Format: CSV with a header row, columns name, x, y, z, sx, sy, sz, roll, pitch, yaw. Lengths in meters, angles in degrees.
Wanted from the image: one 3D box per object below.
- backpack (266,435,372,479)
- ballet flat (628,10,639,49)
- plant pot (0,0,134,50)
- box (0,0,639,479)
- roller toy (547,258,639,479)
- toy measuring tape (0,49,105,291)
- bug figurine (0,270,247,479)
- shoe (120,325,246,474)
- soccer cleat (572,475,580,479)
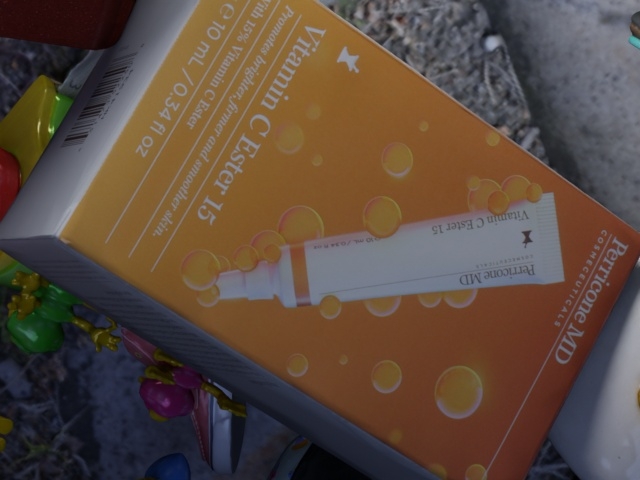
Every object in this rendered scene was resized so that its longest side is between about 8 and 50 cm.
name,x,y,z,sx,sy,sz,roll,pitch,yaw
backpack,0.005,0.216,1.415,0.115,0.152,0.182,27,153,1
ballet flat,0.341,-0.116,1.269,0.280,0.095,0.096,25,105,-15
plant pot,-0.196,-0.271,1.181,0.267,0.267,0.235,9,127,3
box,0.000,0.000,1.234,0.345,0.168,0.215,33,77,-20
roller toy,0.246,0.098,1.310,0.146,0.191,0.209,-46,142,21
toy measuring tape,-0.166,-0.062,1.328,0.121,0.121,0.330,39,112,-10
bug figurine,-0.168,0.116,1.333,0.279,0.072,0.216,30,95,-31
shoe,-0.102,0.091,1.425,0.081,0.063,0.178,0,108,8
soccer cleat,0.215,0.221,1.444,0.179,0.060,0.072,13,113,5
